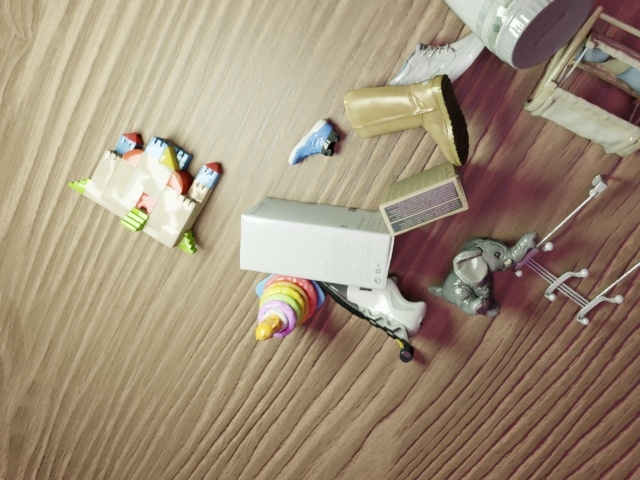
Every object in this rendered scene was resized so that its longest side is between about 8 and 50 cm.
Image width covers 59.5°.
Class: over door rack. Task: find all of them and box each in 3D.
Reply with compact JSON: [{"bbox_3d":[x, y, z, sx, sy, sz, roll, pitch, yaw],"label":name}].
[{"bbox_3d":[0.682,0.034,1.398,0.239,0.108,0.324,37,110,-2],"label":"over door rack"}]

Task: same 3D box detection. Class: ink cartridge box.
[{"bbox_3d":[0.256,-0.109,1.376,0.193,0.235,0.088,-20,102,18],"label":"ink cartridge box"}]

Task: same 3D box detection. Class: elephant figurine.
[{"bbox_3d":[0.418,0.062,1.445,0.185,0.169,0.240,3,110,-16],"label":"elephant figurine"}]

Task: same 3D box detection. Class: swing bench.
[{"bbox_3d":[0.642,-0.348,1.258,0.253,0.165,0.255,27,111,2],"label":"swing bench"}]

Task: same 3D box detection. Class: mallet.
[{"bbox_3d":[0.211,0.260,1.610,0.039,0.062,0.190,-31,84,18],"label":"mallet"}]

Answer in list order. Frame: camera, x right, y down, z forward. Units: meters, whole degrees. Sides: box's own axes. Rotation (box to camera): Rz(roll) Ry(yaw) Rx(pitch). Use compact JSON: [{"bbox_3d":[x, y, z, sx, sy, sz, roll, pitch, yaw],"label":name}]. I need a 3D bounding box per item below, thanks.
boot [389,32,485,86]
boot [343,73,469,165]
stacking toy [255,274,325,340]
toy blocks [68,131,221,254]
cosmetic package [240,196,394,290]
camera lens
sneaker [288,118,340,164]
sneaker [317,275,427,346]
[{"bbox_3d":[0.283,-0.437,1.342,0.123,0.095,0.258,40,112,-9],"label":"boot"},{"bbox_3d":[0.213,-0.282,1.375,0.269,0.089,0.236,-2,120,40],"label":"boot"},{"bbox_3d":[-0.109,0.194,1.510,0.175,0.302,0.166,-35,97,18],"label":"stacking toy"},{"bbox_3d":[-0.461,-0.168,1.560,0.381,0.191,0.261,31,99,0],"label":"toy blocks"},{"bbox_3d":[0.000,0.000,1.477,0.384,0.217,0.156,9,109,7],"label":"cosmetic package"},{"bbox_3d":[0.402,-0.530,1.183,0.219,0.219,0.274,-40,65,20],"label":"camera lens"},{"bbox_3d":[-0.012,-0.240,1.486,0.084,0.058,0.152,45,104,5],"label":"sneaker"},{"bbox_3d":[0.141,0.147,1.551,0.330,0.122,0.146,30,77,17],"label":"sneaker"}]
